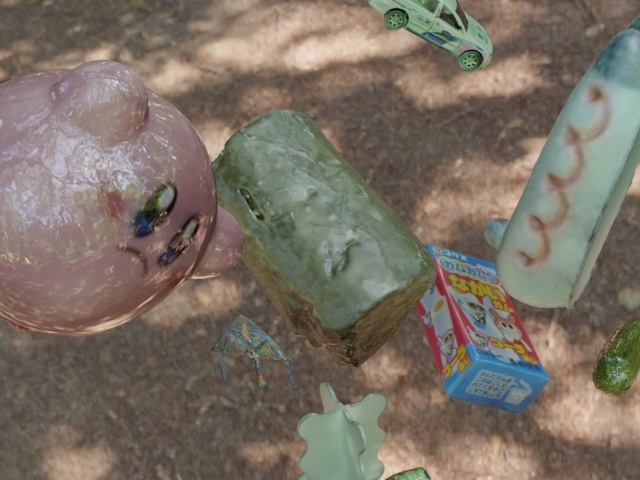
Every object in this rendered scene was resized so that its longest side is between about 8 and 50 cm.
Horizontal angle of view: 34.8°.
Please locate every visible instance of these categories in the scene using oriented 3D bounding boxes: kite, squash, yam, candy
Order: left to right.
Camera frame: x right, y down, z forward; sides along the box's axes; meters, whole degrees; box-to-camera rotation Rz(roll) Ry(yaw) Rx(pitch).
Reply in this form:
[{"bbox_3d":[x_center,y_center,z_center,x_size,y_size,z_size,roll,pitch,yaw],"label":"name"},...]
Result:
[{"bbox_3d":[-0.121,0.196,1.839,0.183,0.010,0.160,13,44,-36],"label":"kite"},{"bbox_3d":[0.000,0.000,1.270,0.195,0.195,0.300,-33,72,-19],"label":"yam"},{"bbox_3d":[0.264,0.148,1.772,0.157,0.100,0.306,16,32,-24],"label":"candy"},{"bbox_3d":[0.576,0.205,1.910,0.087,0.087,0.331,15,26,26],"label":"squash"}]

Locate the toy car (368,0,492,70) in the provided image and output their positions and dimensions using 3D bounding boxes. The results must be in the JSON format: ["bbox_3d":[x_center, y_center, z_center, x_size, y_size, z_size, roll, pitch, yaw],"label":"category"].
[{"bbox_3d":[0.173,-0.341,1.542,0.224,0.076,0.090,24,37,-18],"label":"toy car"}]

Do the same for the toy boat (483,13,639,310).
[{"bbox_3d":[0.166,-0.050,0.668,0.079,0.207,0.134,25,32,15],"label":"toy boat"}]

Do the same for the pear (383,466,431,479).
[{"bbox_3d":[0.120,0.518,1.539,0.159,0.292,0.292,-15,39,-36],"label":"pear"}]

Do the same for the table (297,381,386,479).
[{"bbox_3d":[0.038,0.353,1.723,0.166,0.198,0.166,-1,30,0],"label":"table"}]

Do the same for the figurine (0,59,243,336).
[{"bbox_3d":[-0.146,-0.024,0.623,0.173,0.173,0.173,-7,44,7],"label":"figurine"}]
